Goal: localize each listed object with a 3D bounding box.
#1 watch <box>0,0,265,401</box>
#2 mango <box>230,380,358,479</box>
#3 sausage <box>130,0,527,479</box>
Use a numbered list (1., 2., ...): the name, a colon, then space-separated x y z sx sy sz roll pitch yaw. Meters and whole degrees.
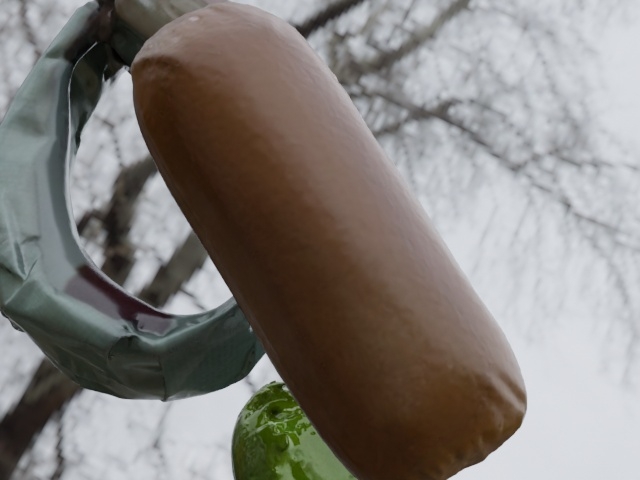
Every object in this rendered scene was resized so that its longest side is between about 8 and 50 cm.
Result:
1. watch: -0.109 -0.023 1.215 0.253 0.241 0.162 40 -14 26
2. mango: 0.001 0.174 1.252 0.119 0.178 0.100 3 -42 -31
3. sausage: -0.001 0.000 0.930 0.274 0.105 0.105 57 -27 16
